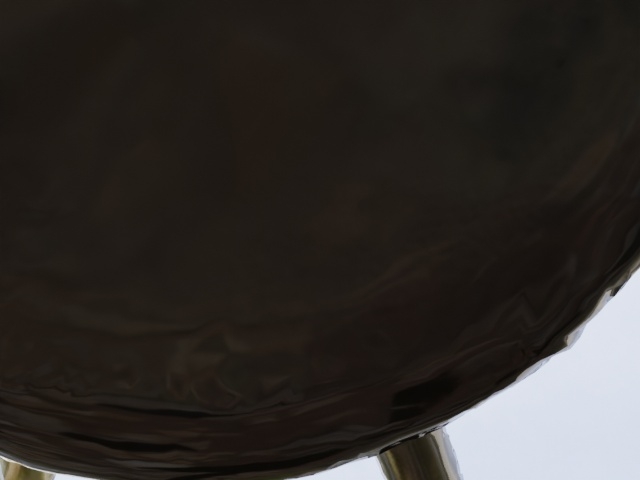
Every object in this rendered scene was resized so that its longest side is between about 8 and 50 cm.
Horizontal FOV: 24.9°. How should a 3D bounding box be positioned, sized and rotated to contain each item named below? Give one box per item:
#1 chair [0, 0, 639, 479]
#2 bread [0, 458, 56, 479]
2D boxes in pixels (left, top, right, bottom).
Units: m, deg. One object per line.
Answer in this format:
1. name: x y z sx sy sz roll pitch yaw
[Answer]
1. chair: 0.000 0.000 0.597 0.361 0.365 0.410 20 -18 20
2. bread: -0.299 0.097 1.104 0.210 0.300 0.341 -29 -14 -19
